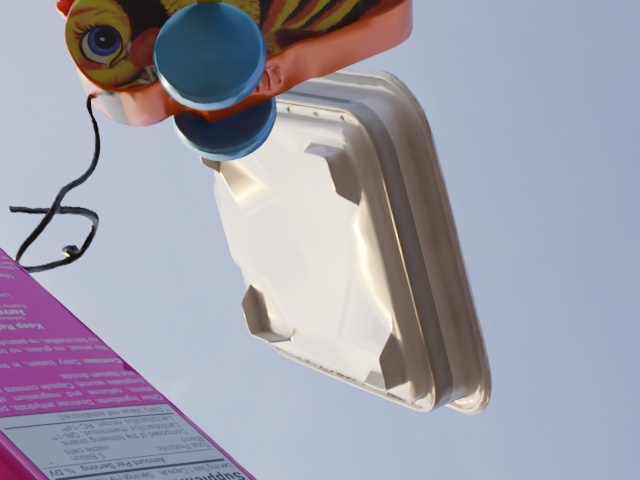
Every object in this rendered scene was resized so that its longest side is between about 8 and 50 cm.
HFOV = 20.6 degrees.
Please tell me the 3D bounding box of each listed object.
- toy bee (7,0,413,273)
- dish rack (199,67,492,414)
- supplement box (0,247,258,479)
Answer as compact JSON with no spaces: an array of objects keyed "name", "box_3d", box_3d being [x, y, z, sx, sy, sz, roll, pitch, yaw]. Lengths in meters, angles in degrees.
[{"name":"toy bee","box_3d":[-0.097,-0.133,1.126,0.162,0.298,0.195,54,-31,20]},{"name":"dish rack","box_3d":[0.000,0.000,1.440,0.333,0.072,0.286,16,-54,60]},{"name":"supplement box","box_3d":[-0.141,0.095,0.733,0.220,0.114,0.111,38,-67,35]}]
